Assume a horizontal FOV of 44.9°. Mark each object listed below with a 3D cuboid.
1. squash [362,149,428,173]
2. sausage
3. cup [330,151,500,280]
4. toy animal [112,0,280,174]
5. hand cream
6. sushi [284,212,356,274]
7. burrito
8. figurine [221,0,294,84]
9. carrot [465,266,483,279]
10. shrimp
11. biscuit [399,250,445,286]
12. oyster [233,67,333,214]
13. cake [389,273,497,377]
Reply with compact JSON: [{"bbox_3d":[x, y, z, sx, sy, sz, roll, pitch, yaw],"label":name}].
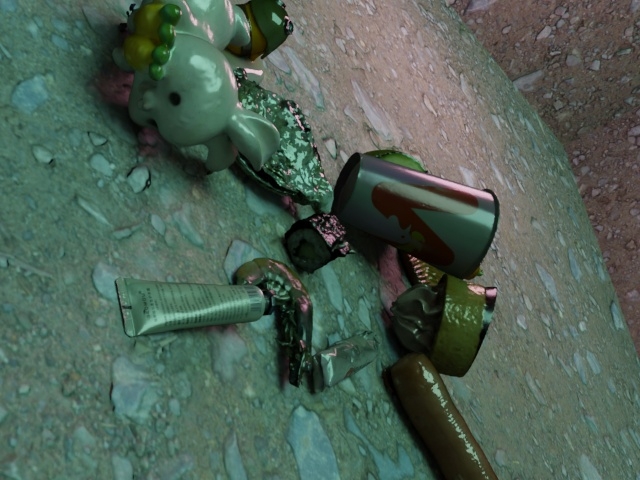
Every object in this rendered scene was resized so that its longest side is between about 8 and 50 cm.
[{"bbox_3d":[0.134,-0.108,1.728,0.189,0.189,0.260,55,-7,-10],"label":"squash"},{"bbox_3d":[0.249,0.389,1.380,0.094,0.094,0.419,-32,93,-33],"label":"sausage"},{"bbox_3d":[0.175,-0.057,1.511,0.288,0.203,0.203,21,41,-15],"label":"cup"},{"bbox_3d":[-0.194,-0.250,1.141,0.247,0.182,0.310,15,51,-53],"label":"toy animal"},{"bbox_3d":[-0.159,0.085,1.022,0.233,0.050,0.080,4,59,-43],"label":"hand cream"},{"bbox_3d":[-0.001,0.000,1.316,0.094,0.098,0.084,62,29,-1],"label":"sushi"},{"bbox_3d":[0.040,0.190,1.254,0.203,0.064,0.064,-16,78,-60],"label":"burrito"},{"bbox_3d":[-0.146,-0.390,1.399,0.250,0.141,0.167,14,54,-54],"label":"figurine"},{"bbox_3d":[0.291,0.021,1.845,0.256,0.061,0.061,34,36,-23],"label":"carrot"},{"bbox_3d":[-0.069,0.114,1.161,0.150,0.051,0.217,27,39,-37],"label":"shrimp"},{"bbox_3d":[0.258,0.093,1.734,0.228,0.031,0.176,21,48,-49],"label":"biscuit"},{"bbox_3d":[-0.076,-0.169,1.342,0.267,0.112,0.199,40,34,-40],"label":"oyster"},{"bbox_3d":[0.222,0.149,1.489,0.178,0.185,0.208,23,48,6],"label":"cake"}]
